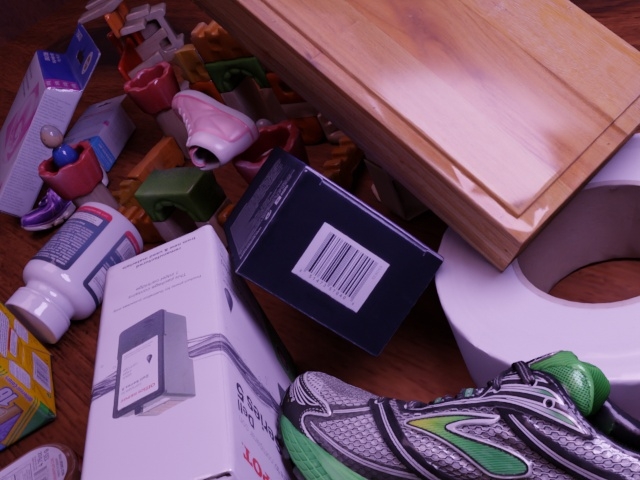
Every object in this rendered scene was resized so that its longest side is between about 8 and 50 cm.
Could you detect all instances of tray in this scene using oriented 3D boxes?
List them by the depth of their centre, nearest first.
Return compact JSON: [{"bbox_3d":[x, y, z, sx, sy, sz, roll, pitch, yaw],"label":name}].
[{"bbox_3d":[0.076,-0.188,0.622,0.203,0.076,0.411,-43,74,-14],"label":"tray"}]

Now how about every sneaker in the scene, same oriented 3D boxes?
[{"bbox_3d":[0.123,0.138,0.478,0.343,0.134,0.146,7,91,32],"label":"sneaker"},{"bbox_3d":[-0.137,-0.122,0.786,0.134,0.051,0.070,27,65,34],"label":"sneaker"},{"bbox_3d":[-0.452,-0.083,1.212,0.068,0.071,0.170,20,58,46],"label":"sneaker"}]

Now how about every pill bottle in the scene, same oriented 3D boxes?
[{"bbox_3d":[-0.333,0.044,0.946,0.107,0.108,0.180,2,45,35],"label":"pill bottle"}]

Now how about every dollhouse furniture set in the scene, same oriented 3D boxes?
[{"bbox_3d":[-0.327,-0.329,1.274,0.135,0.262,0.259,-24,35,9],"label":"dollhouse furniture set"}]

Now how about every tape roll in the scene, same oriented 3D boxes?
[{"bbox_3d":[0.247,0.032,0.593,0.286,0.100,0.286,-18,36,14],"label":"tape roll"}]

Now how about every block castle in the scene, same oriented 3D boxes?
[{"bbox_3d":[-0.151,-0.156,0.986,0.453,0.213,0.303,2,45,35],"label":"block castle"}]

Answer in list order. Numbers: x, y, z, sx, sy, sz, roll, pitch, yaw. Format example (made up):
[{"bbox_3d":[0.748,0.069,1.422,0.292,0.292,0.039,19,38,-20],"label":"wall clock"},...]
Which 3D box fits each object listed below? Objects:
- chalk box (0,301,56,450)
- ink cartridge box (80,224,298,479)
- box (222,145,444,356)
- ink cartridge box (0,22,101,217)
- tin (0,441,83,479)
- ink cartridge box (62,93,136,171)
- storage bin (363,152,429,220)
[{"bbox_3d":[-0.442,0.186,0.821,0.213,0.132,0.132,-31,35,-5],"label":"chalk box"},{"bbox_3d":[-0.089,0.152,0.577,0.114,0.198,0.273,-23,36,5],"label":"ink cartridge box"},{"bbox_3d":[0.000,0.000,0.677,0.108,0.153,0.207,-56,17,5],"label":"box"},{"bbox_3d":[-0.532,-0.250,1.330,0.330,0.071,0.324,-62,33,12],"label":"ink cartridge box"},{"bbox_3d":[-0.323,0.281,0.712,0.189,0.040,0.106,-34,32,-8],"label":"tin"},{"bbox_3d":[-0.426,-0.197,1.344,0.104,0.062,0.181,-11,40,23],"label":"ink cartridge box"},{"bbox_3d":[0.134,-0.201,0.816,0.260,0.262,0.123,-37,39,-12],"label":"storage bin"}]
